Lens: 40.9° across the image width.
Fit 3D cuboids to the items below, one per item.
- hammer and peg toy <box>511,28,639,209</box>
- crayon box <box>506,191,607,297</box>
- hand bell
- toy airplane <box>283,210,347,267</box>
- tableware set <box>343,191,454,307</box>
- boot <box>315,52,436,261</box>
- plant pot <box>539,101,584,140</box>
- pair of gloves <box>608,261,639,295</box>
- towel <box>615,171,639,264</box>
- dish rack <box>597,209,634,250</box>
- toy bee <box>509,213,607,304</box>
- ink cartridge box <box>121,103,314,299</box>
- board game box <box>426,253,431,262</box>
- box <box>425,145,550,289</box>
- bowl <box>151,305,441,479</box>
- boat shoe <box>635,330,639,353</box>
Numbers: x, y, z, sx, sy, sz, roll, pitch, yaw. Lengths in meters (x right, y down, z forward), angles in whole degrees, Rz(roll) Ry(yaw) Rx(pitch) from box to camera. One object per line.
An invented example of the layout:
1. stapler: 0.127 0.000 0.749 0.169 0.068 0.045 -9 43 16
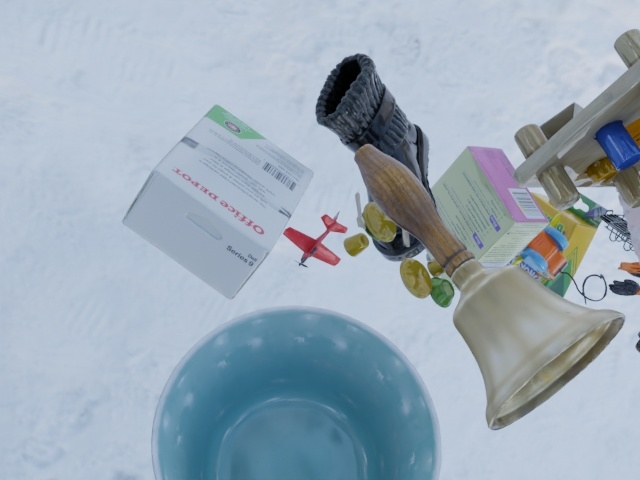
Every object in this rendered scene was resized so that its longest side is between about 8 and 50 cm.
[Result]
1. hammer and peg toy: 0.436 -0.181 1.090 0.266 0.361 0.127 -4 60 -39
2. crayon box: 0.590 0.015 2.251 0.083 0.203 0.322 11 111 -30
3. hand bell: 0.101 0.012 0.664 0.126 0.242 0.126 -31 154 -17
4. toy airplane: 0.000 0.000 1.860 0.151 0.028 0.151 -4 116 -9
5. tableware set: 0.088 0.016 0.935 0.154 0.024 0.104 22 51 -35
6. boot: 0.100 -0.155 1.606 0.260 0.131 0.347 45 34 -43
7. plant pot: 0.438 -0.153 1.476 0.096 0.109 0.108 22 64 -17
8. pair of gloves: 0.571 0.070 1.564 0.083 0.074 0.010 -52 127 -27
9. towel: 0.598 -0.014 1.282 0.054 0.317 0.331 -18 94 -26
10. dish rack: 0.682 0.013 1.715 0.272 0.208 0.074 0 119 -40
11. toy bee: 0.525 0.042 2.067 0.195 0.162 0.298 -24 83 -7
12. ink cartridge box: -0.154 -0.070 1.368 0.211 0.289 0.121 36 121 -6
13. board game box: 0.370 0.035 2.137 0.186 0.126 0.026 -2 84 -10
14. box: 0.340 -0.046 1.879 0.117 0.213 0.243 0 142 -38
15. bowl: -0.030 0.247 0.983 0.312 0.311 0.163 -33 159 -20
16. boat shoe: 0.574 0.178 1.471 0.050 0.135 0.045 -42 83 25
